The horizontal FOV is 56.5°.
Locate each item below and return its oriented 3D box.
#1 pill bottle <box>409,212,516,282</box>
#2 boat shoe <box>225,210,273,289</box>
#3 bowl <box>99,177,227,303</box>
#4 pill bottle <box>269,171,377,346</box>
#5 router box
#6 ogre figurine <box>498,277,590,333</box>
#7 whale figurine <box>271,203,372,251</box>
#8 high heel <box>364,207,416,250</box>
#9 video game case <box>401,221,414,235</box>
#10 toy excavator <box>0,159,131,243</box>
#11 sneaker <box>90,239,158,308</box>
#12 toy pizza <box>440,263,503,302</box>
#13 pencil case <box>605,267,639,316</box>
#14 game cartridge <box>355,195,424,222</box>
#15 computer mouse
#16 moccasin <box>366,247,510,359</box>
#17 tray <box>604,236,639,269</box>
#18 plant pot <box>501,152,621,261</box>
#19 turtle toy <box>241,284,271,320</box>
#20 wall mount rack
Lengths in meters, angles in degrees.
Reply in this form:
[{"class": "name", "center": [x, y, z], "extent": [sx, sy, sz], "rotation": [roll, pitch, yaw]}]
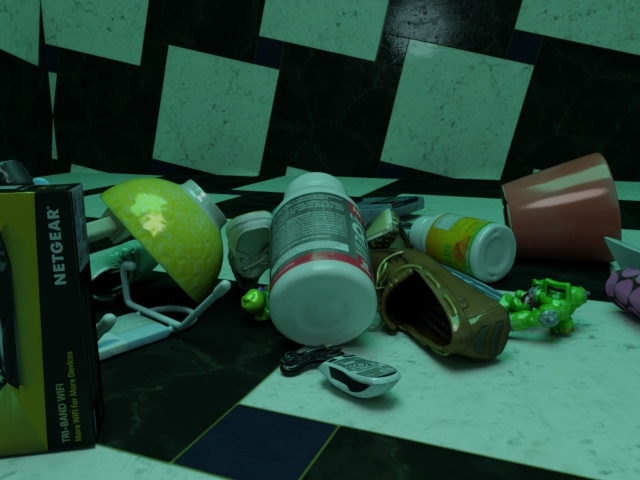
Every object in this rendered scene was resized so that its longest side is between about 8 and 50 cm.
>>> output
[{"class": "pill bottle", "center": [0.327, 0.008, 1.417], "extent": [0.136, 0.137, 0.245], "rotation": [-8, 15, -31]}, {"class": "boat shoe", "center": [-0.134, 0.029, 1.194], "extent": [0.098, 0.096, 0.277], "rotation": [-10, -20, -12]}, {"class": "bowl", "center": [-0.282, -0.029, 1.193], "extent": [0.156, 0.289, 0.289], "rotation": [-41, 25, -11]}, {"class": "pill bottle", "center": [-0.003, 0.016, 1.060], "extent": [0.176, 0.176, 0.319], "rotation": [-1, 38, -3]}, {"class": "router box", "center": [-0.391, 0.093, 0.683], "extent": [0.242, 0.309, 0.081], "rotation": [-4, 12, -11]}, {"class": "ogre figurine", "center": [0.388, 0.115, 1.051], "extent": [0.197, 0.097, 0.118], "rotation": [3, -4, -40]}, {"class": "whale figurine", "center": [0.008, -0.022, 1.391], "extent": [0.271, 0.141, 0.216], "rotation": [6, 28, -11]}, {"class": "high heel", "center": [0.179, 0.022, 1.263], "extent": [0.186, 0.093, 0.261], "rotation": [39, -3, -4]}, {"class": "video game case", "center": [0.212, -0.037, 1.878], "extent": [0.190, 0.022, 0.173], "rotation": [10, 17, 41]}, {"class": "toy excavator", "center": [-0.613, -0.008, 1.309], "extent": [0.432, 0.222, 0.445], "rotation": [-31, 0, -19]}, {"class": "sneaker", "center": [-0.410, 0.067, 1.269], "extent": [0.151, 0.094, 0.255], "rotation": [3, 22, 40]}, {"class": "toy pizza", "center": [0.285, 0.094, 1.169], "extent": [0.201, 0.032, 0.201], "rotation": [24, 8, -4]}, {"class": "pencil case", "center": [0.596, 0.115, 1.055], "extent": [0.098, 0.095, 0.209], "rotation": [39, 10, -8]}, {"class": "game cartridge", "center": [0.194, -0.111, 2.053], "extent": [0.230, 0.068, 0.355], "rotation": [-5, 7, 33]}, {"class": "computer mouse", "center": [0.034, 0.191, 0.851], "extent": [0.106, 0.042, 0.193], "rotation": [-4, 7, -36]}, {"class": "moccasin", "center": [0.156, 0.104, 1.049], "extent": [0.146, 0.139, 0.380], "rotation": [3, 20, -26]}, {"class": "tray", "center": [0.645, 0.073, 1.127], "extent": [0.030, 0.145, 0.270], "rotation": [-34, 12, 5]}, {"class": "plant pot", "center": [0.596, -0.067, 1.510], "extent": [0.243, 0.275, 0.275], "rotation": [-8, 11, 14]}, {"class": "turtle toy", "center": [-0.093, 0.114, 1.121], "extent": [0.095, 0.066, 0.130], "rotation": [12, 17, 42]}, {"class": "wall mount rack", "center": [-0.322, 0.121, 0.960], "extent": [0.304, 0.131, 0.350], "rotation": [10, 18, 39]}]
